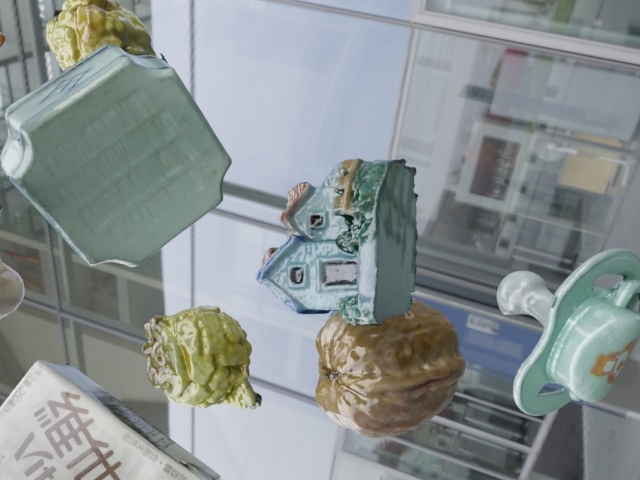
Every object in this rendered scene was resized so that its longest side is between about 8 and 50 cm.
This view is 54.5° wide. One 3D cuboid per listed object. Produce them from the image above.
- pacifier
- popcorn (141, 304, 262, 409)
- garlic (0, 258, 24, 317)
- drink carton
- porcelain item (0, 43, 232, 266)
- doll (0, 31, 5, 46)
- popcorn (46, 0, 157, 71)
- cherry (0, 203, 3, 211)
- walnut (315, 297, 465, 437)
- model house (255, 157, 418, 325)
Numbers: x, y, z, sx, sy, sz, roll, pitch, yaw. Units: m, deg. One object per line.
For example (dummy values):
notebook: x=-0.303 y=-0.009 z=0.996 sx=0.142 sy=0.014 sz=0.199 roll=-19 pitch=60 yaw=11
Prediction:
pacifier: x=0.444 y=0.145 z=1.137 sx=0.288 sy=0.269 sz=0.343 roll=6 pitch=-65 yaw=-34
popcorn: x=-0.308 y=0.287 z=1.531 sx=0.237 sy=0.293 sz=0.292 roll=-11 pitch=-59 yaw=-40
garlic: x=-0.753 y=0.104 z=1.265 sx=0.203 sy=0.281 sz=0.184 roll=-110 pitch=19 yaw=-55
drink carton: x=-0.341 y=0.344 z=0.925 sx=0.194 sy=0.325 sz=0.132 roll=-56 pitch=-8 yaw=-10
porcelain item: x=-0.305 y=-0.128 z=0.947 sx=0.286 sy=0.157 sz=0.281 roll=-40 pitch=-53 yaw=-11
doll: x=-0.458 y=-0.211 z=0.734 sx=0.143 sy=0.221 sz=0.135 roll=-52 pitch=-35 yaw=-13
popcorn: x=-0.492 y=-0.432 z=1.428 sx=0.286 sy=0.215 sz=0.251 roll=-38 pitch=-45 yaw=-71
cherry: x=-0.612 y=-0.006 z=0.871 sx=0.261 sy=0.308 sz=0.221 roll=-34 pitch=69 yaw=64
walnut: x=0.159 y=0.274 z=1.383 sx=0.306 sy=0.344 sz=0.305 roll=1 pitch=91 yaw=64
model house: x=0.000 y=0.000 z=1.177 sx=0.252 sy=0.330 sz=0.294 roll=6 pitch=-95 yaw=-62
